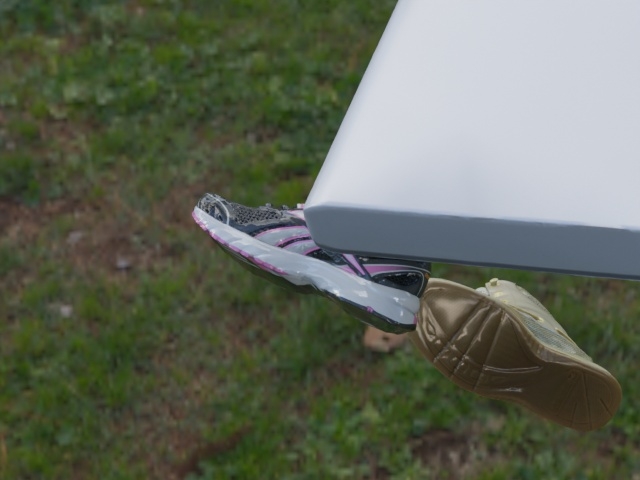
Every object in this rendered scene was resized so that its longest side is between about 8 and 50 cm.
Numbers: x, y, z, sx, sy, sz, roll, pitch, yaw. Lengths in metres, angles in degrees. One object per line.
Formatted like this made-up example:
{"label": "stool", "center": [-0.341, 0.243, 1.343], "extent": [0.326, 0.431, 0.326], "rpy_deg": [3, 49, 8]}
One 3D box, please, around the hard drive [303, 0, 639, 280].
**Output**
{"label": "hard drive", "center": [0.154, -0.122, 1.009], "extent": [0.233, 0.047, 0.353], "rpy_deg": [5, 47, 22]}

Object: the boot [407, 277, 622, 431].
{"label": "boot", "center": [0.178, 0.091, 1.647], "extent": [0.262, 0.095, 0.203], "rpy_deg": [26, 12, -19]}

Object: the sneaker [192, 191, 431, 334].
{"label": "sneaker", "center": [0.000, 0.000, 1.091], "extent": [0.178, 0.072, 0.077], "rpy_deg": [24, 79, 13]}
